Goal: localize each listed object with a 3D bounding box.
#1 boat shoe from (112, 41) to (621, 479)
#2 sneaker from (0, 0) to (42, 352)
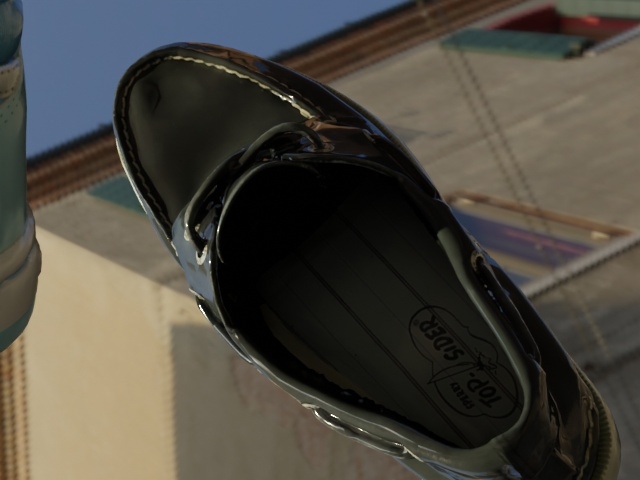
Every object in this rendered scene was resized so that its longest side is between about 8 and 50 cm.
[{"bbox_3d":[-0.003,0.003,0.777,0.127,0.340,0.113,-41,-28,5],"label":"boat shoe"},{"bbox_3d":[-0.222,-0.060,0.432,0.319,0.127,0.208,-6,-60,-32],"label":"sneaker"}]
